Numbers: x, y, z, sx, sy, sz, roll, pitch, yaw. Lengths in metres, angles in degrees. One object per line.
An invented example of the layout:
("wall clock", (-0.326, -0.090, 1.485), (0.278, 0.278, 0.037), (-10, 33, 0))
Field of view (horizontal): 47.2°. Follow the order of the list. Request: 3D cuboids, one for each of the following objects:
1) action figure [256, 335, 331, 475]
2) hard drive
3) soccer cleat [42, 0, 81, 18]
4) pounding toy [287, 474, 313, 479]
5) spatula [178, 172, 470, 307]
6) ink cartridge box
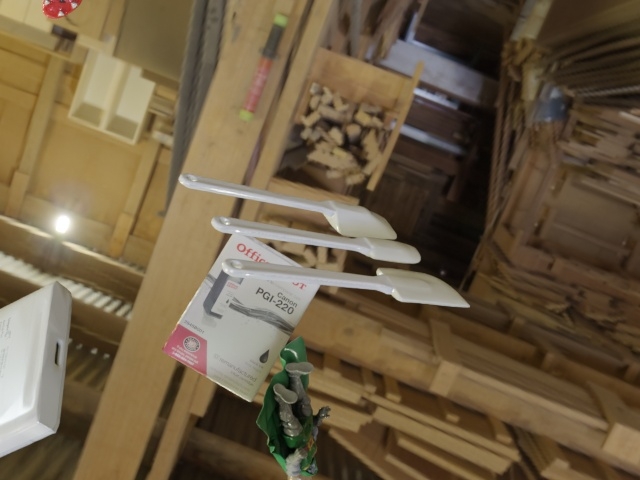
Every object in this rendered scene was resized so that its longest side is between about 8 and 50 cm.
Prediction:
("action figure", (-0.030, 0.255, 0.996), (0.063, 0.232, 0.137), (16, -131, 21))
("hard drive", (-0.506, 0.221, 1.018), (0.047, 0.353, 0.233), (52, -161, -44))
("soccer cleat", (-0.226, -0.239, 0.673), (0.029, 0.083, 0.035), (33, -174, -30))
("pounding toy", (-0.044, 0.476, 1.097), (0.155, 0.270, 0.154), (6, -169, 16))
("spatula", (0.000, 0.000, 0.638), (0.242, 0.019, 0.168), (8, -148, -35))
("ink cartridge box", (-0.118, 0.113, 1.123), (0.158, 0.218, 0.092), (31, 169, -3))
